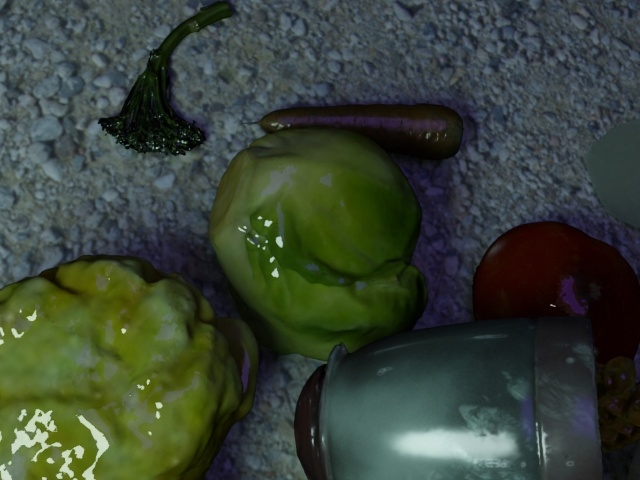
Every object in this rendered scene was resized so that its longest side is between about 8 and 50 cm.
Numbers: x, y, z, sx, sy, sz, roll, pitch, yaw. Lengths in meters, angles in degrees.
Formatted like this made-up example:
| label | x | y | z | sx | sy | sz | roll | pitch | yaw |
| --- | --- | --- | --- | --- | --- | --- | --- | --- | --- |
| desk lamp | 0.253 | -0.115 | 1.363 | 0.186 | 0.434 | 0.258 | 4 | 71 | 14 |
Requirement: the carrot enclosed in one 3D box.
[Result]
| label | x | y | z | sx | sy | sz | roll | pitch | yaw |
| --- | --- | --- | --- | --- | --- | --- | --- | --- | --- |
| carrot | 0.042 | -0.151 | 1.449 | 0.298 | 0.078 | 0.078 | 3 | 67 | -10 |

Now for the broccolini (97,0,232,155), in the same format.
| label | x | y | z | sx | sy | sz | roll | pitch | yaw |
| --- | --- | --- | --- | --- | --- | --- | --- | --- | --- |
| broccolini | -0.168 | -0.210 | 1.430 | 0.123 | 0.062 | 0.271 | 36 | 61 | -9 |

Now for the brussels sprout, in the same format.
| label | x | y | z | sx | sy | sz | roll | pitch | yaw |
| --- | --- | --- | --- | --- | --- | --- | --- | --- | --- |
| brussels sprout | 0.001 | 0.001 | 1.296 | 0.294 | 0.227 | 0.259 | 32 | 54 | -28 |

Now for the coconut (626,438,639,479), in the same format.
| label | x | y | z | sx | sy | sz | roll | pitch | yaw |
| --- | --- | --- | --- | --- | --- | --- | --- | --- | --- |
| coconut | 0.480 | 0.291 | 1.292 | 0.237 | 0.266 | 0.237 | -3 | 110 | -8 |

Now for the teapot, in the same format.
| label | x | y | z | sx | sy | sz | roll | pitch | yaw |
| --- | --- | --- | --- | --- | --- | --- | --- | --- | --- |
| teapot | 0.129 | 0.238 | 1.141 | 0.312 | 0.233 | 0.315 | -2 | 92 | 12 |

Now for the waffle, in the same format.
| label | x | y | z | sx | sy | sz | roll | pitch | yaw |
| --- | --- | --- | --- | --- | --- | --- | --- | --- | --- |
| waffle | 0.306 | 0.183 | 1.297 | 0.160 | 0.211 | 0.055 | 27 | 64 | -2 |

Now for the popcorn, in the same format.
| label | x | y | z | sx | sy | sz | roll | pitch | yaw |
| --- | --- | --- | --- | --- | --- | --- | --- | --- | --- |
| popcorn | -0.229 | 0.179 | 1.116 | 0.293 | 0.292 | 0.334 | 13 | 90 | -47 |

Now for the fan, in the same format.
| label | x | y | z | sx | sy | sz | roll | pitch | yaw |
| --- | --- | --- | --- | --- | --- | --- | --- | --- | --- |
| fan | 0.506 | -0.039 | 1.551 | 0.182 | 0.010 | 0.310 | -36 | 78 | -24 |

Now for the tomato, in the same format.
| label | x | y | z | sx | sy | sz | roll | pitch | yaw |
| --- | --- | --- | --- | --- | --- | --- | --- | --- | --- |
| tomato | 0.312 | 0.078 | 1.383 | 0.233 | 0.139 | 0.200 | 28 | 70 | -2 |
